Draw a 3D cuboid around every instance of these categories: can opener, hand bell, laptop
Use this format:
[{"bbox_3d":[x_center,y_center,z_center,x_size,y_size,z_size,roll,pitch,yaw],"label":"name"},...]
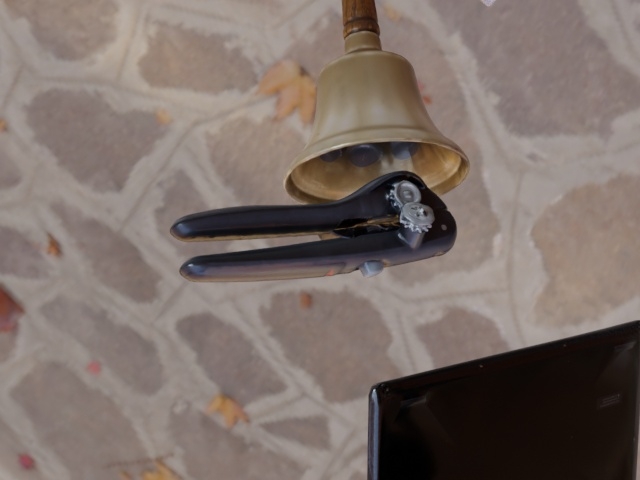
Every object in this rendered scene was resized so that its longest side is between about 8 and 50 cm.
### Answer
[{"bbox_3d":[0.000,0.000,0.789,0.073,0.186,0.059,-53,56,47],"label":"can opener"},{"bbox_3d":[0.026,-0.153,0.941,0.126,0.242,0.126,-5,160,-2],"label":"hand bell"},{"bbox_3d":[0.128,0.287,1.449,0.236,0.382,0.407,15,109,50],"label":"laptop"}]

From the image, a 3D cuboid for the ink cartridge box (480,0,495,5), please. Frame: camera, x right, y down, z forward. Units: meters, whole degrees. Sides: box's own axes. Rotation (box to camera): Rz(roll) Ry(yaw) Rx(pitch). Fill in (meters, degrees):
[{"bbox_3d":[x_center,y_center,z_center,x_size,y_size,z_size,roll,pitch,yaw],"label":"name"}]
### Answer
[{"bbox_3d":[0.043,-0.347,1.156,0.066,0.296,0.261,-43,117,7],"label":"ink cartridge box"}]
